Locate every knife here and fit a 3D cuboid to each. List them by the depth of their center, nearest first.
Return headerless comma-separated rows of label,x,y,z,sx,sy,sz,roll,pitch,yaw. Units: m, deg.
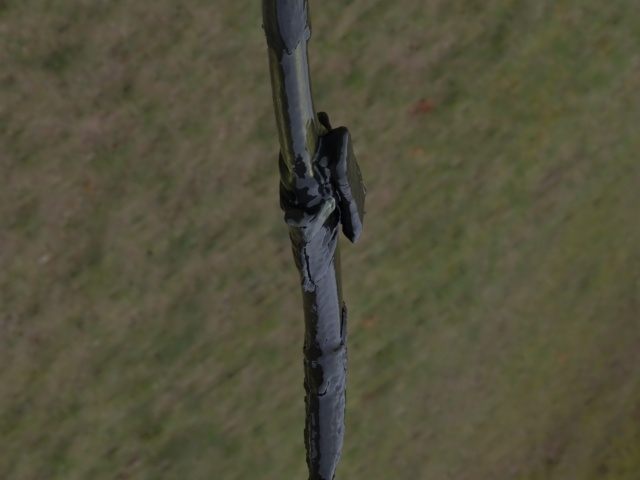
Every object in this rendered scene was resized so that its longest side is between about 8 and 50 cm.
knife,0.001,-0.004,0.415,0.222,0.021,0.046,87,11,-50
